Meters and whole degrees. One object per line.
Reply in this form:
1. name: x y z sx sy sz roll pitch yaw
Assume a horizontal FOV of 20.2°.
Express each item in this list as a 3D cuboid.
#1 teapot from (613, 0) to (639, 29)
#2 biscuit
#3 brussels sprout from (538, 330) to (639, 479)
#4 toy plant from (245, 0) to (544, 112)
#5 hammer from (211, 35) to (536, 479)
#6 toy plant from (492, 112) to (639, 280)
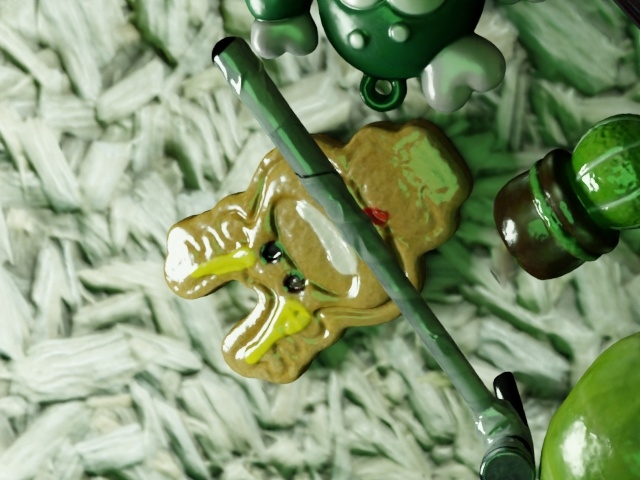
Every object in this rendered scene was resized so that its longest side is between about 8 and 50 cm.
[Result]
1. teapot: 0.258 -0.193 1.339 0.177 0.096 0.087 47 117 3
2. biscuit: -0.001 0.001 1.536 0.295 0.044 0.186 -39 91 28
3. brussels sprout: 0.289 0.175 1.382 0.244 0.244 0.244 7 108 21
4. toy plant: 0.063 -0.219 1.402 0.232 0.112 0.243 31 104 10
5. hammer: 0.046 0.015 1.428 0.044 0.152 0.427 -33 101 14
6. toy plant: 0.219 -0.040 1.406 0.162 0.093 0.093 -34 91 24
